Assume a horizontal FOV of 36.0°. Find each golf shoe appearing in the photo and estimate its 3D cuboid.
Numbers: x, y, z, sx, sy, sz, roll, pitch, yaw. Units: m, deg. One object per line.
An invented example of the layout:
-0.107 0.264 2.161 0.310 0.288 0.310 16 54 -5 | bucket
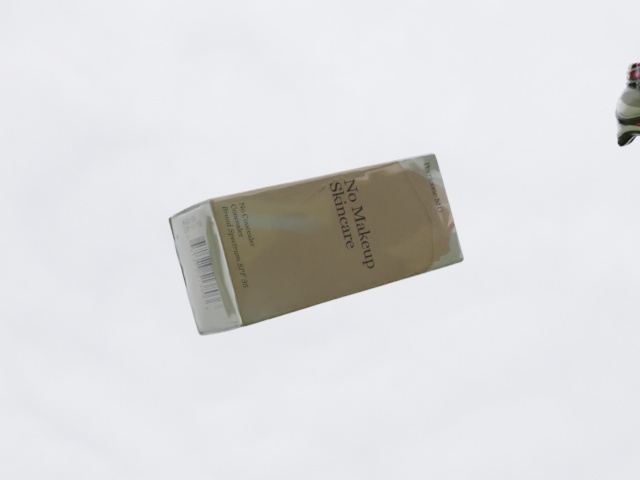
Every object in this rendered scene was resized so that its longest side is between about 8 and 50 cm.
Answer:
0.350 -0.096 0.856 0.186 0.067 0.086 22 -67 30 | golf shoe

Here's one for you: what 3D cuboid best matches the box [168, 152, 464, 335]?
0.000 0.000 1.139 0.121 0.311 0.148 -18 -92 58 | box
